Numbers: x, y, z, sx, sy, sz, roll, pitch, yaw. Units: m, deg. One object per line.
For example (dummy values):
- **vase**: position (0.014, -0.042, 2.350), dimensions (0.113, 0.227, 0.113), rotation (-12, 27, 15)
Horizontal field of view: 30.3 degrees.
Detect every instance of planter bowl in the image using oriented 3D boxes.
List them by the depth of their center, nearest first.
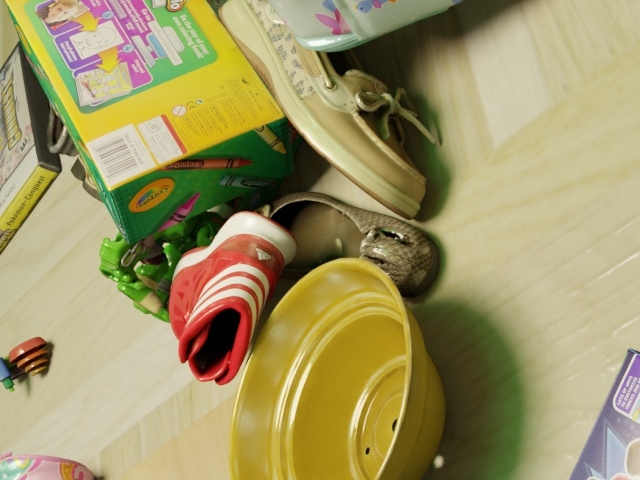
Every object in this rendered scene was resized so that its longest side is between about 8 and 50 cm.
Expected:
- **planter bowl**: position (0.028, 0.128, 0.877), dimensions (0.217, 0.090, 0.217), rotation (-33, 46, 43)

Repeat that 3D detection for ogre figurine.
- **ogre figurine**: position (-0.153, 0.001, 1.131), dimensions (0.097, 0.197, 0.118), rotation (25, 75, 30)

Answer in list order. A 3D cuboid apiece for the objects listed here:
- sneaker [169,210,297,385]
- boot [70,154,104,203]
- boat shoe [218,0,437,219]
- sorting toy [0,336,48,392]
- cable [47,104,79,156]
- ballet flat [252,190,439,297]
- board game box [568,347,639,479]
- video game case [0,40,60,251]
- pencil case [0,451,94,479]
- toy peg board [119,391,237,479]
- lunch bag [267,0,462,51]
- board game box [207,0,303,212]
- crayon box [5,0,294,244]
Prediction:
- **sneaker**: position (-0.102, 0.072, 1.015), dimensions (0.128, 0.087, 0.221), rotation (-64, 5, -34)
- **boot**: position (-0.204, -0.105, 1.305), dimensions (0.198, 0.077, 0.137), rotation (34, 96, 51)
- **boat shoe**: position (0.011, -0.135, 0.998), dimensions (0.089, 0.104, 0.285), rotation (-42, 59, 10)
- **sorting toy**: position (-0.355, 0.151, 1.395), dimensions (0.102, 0.061, 0.042), rotation (-35, 82, 46)
- **cable**: position (-0.241, -0.187, 1.240), dimensions (0.139, 0.072, 0.287), rotation (-45, 44, 21)
- **ballet flat**: position (0.000, 0.000, 1.005), dimensions (0.250, 0.058, 0.084), rotation (16, 87, 53)
- **board game box**: position (0.196, 0.181, 0.693), dimensions (0.136, 0.035, 0.201), rotation (30, 97, 53)
- **video game case**: position (-0.453, -0.105, 1.644), dimensions (0.248, 0.035, 0.275), rotation (-48, 42, 26)
- **pencil case**: position (-0.297, 0.355, 1.162), dimensions (0.124, 0.124, 0.284), rotation (-20, 58, 46)
- **toy peg board**: position (-0.071, 0.233, 0.988), dimensions (0.161, 0.079, 0.161), rotation (-37, 46, 14)
- **lunch bag**: position (0.077, -0.288, 0.946), dimensions (0.279, 0.108, 0.224), rotation (-22, 48, 15)
- **board game box**: position (-0.128, -0.177, 1.201), dimensions (0.317, 0.046, 0.213), rotation (30, 97, 39)
- **crayon box**: position (-0.160, -0.146, 1.083), dimensions (0.165, 0.081, 0.278), rotation (-24, 56, -13)
